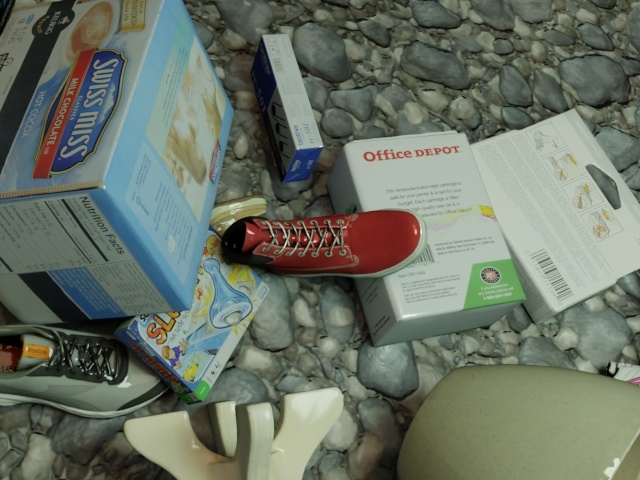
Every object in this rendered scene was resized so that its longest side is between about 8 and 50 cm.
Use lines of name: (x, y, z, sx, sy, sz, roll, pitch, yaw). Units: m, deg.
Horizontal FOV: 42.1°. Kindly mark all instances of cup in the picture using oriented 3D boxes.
cup: (0.236, 0.280, 1.008, 0.237, 0.331, 0.331, 27, 55, 30)

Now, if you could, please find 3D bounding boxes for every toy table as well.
toy table: (-0.085, 0.264, 0.952, 0.274, 0.252, 0.161, -3, 81, -29)

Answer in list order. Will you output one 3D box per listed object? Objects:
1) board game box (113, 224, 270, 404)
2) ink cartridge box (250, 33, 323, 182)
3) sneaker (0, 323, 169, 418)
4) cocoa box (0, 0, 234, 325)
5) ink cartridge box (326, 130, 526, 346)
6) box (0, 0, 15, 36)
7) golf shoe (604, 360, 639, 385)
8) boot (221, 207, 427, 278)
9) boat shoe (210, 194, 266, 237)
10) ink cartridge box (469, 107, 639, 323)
board game box: (-0.158, 0.089, 1.064, 0.136, 0.035, 0.201, 49, 45, -21)
ink cartridge box: (-0.054, -0.202, 1.264, 0.046, 0.097, 0.207, -8, 66, -20)
sneaker: (-0.306, 0.153, 1.000, 0.271, 0.108, 0.100, 5, 61, -18)
cocoa box: (-0.266, -0.105, 1.004, 0.228, 0.231, 0.347, -6, 51, 15)
ink cartridge box: (0.146, -0.007, 1.212, 0.201, 0.117, 0.278, -8, 67, -20)
box: (-0.599, -0.278, 1.151, 0.257, 0.079, 0.322, 12, 61, -8)
golf shoe: (0.466, 0.209, 1.227, 0.186, 0.067, 0.086, -17, 69, -24)
boot: (0.000, 0.000, 1.066, 0.176, 0.244, 0.088, 16, 69, -55)
boat shoe: (-0.156, -0.005, 1.159, 0.190, 0.068, 0.072, -21, 84, -15)
ink cartridge box: (0.376, -0.047, 1.332, 0.261, 0.066, 0.296, -20, 72, -25)
